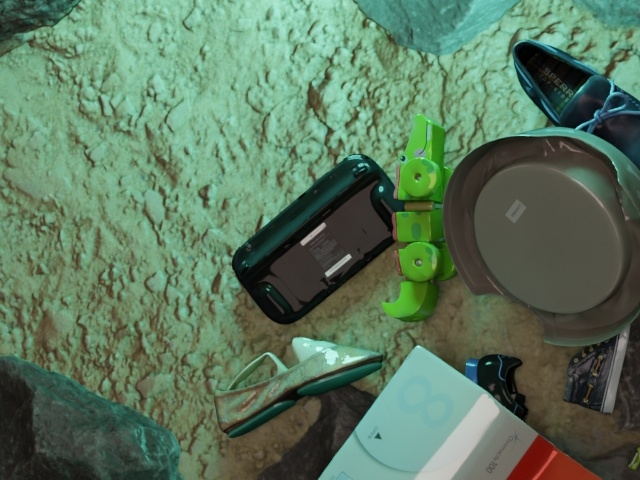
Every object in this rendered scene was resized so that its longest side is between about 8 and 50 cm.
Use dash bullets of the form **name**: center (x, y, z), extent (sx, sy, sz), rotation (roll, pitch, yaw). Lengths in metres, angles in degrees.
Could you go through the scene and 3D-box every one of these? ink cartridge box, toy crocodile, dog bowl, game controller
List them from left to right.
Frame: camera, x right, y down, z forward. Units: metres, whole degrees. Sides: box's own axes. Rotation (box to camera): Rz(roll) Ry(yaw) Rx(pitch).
- **game controller**: center (0.000, 0.000, 1.906), extent (0.319, 0.067, 0.166), rotation (-40, 90, 10)
- **toy crocodile**: center (0.162, -0.035, 1.816), extent (0.105, 0.115, 0.340), rotation (1, 91, 27)
- **ink cartridge box**: center (0.208, 0.388, 1.668), extent (0.385, 0.091, 0.308), rotation (33, 82, 32)
- **dog bowl**: center (0.358, -0.015, 1.688), extent (0.349, 0.102, 0.348), rotation (21, 126, 32)

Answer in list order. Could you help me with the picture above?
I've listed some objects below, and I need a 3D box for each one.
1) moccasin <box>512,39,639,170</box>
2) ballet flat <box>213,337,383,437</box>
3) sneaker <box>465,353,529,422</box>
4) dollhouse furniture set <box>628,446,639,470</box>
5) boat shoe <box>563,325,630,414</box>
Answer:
- **moccasin**: center (0.408, -0.194, 1.712), extent (0.342, 0.117, 0.137), rotation (43, 102, 38)
- **ballet flat**: center (-0.049, 0.227, 1.873), extent (0.316, 0.107, 0.106), rotation (-26, 71, 11)
- **sneaker**: center (0.288, 0.298, 1.775), extent (0.090, 0.081, 0.232), rotation (-8, 82, 23)
- **dollhouse furniture set**: center (0.526, 0.335, 1.713), extent (0.076, 0.058, 0.151), rotation (27, 93, 16)
- **boat shoe**: center (0.438, 0.178, 1.749), extent (0.083, 0.065, 0.183), rotation (12, 90, 16)
